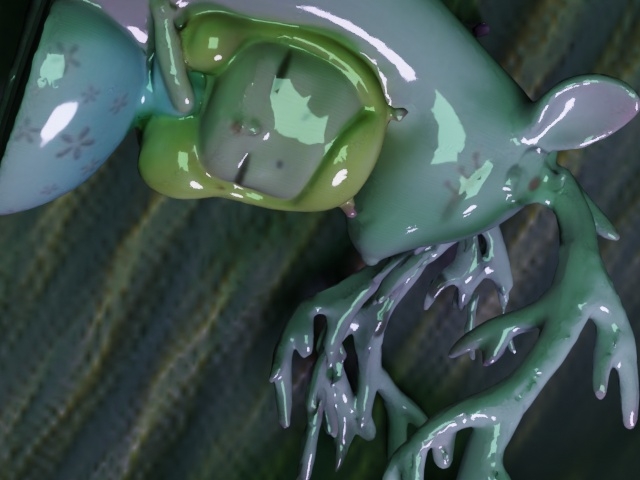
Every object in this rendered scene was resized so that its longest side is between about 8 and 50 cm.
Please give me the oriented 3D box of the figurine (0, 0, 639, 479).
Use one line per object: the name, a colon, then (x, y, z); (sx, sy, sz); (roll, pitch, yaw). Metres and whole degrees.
figurine: (0.000, -0.007, 0.801); (0.316, 0.206, 0.284); (18, 99, -10)
